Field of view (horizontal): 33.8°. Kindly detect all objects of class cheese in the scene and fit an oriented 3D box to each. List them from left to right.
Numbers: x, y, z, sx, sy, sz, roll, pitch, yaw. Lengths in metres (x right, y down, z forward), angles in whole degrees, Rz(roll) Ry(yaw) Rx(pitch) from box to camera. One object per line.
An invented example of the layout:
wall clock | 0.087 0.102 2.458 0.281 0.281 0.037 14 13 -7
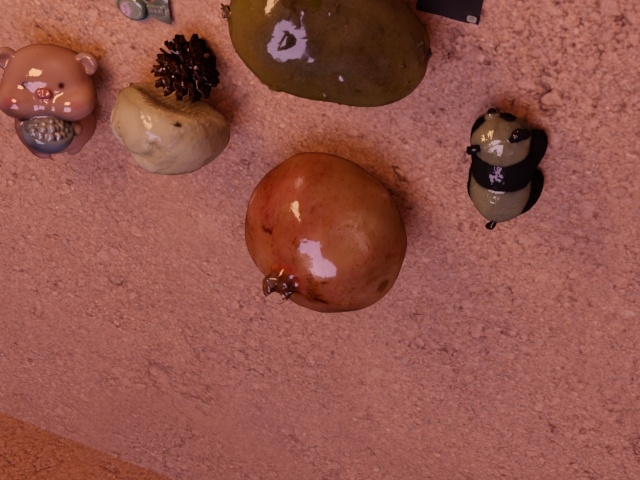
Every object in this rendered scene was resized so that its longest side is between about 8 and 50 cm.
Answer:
cheese | -0.348 -0.452 2.051 0.121 0.026 0.067 12 137 16

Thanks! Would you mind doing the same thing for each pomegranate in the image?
pomegranate | 0.000 0.000 2.101 0.338 0.338 0.338 15 137 14

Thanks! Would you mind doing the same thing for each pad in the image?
pad | 0.227 -0.454 1.765 0.116 0.004 0.193 17 137 12

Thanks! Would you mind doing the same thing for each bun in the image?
bun | -0.307 -0.215 2.116 0.259 0.259 0.160 22 110 7

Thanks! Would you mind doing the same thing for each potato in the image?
potato | 0.011 -0.353 1.815 0.359 0.219 0.269 33 116 -9

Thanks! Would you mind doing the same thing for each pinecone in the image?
pinecone | -0.264 -0.330 2.047 0.121 0.140 0.140 -14 125 19

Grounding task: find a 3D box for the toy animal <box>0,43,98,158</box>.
toy animal | -0.562 -0.291 2.217 0.210 0.229 0.221 -3 180 -6

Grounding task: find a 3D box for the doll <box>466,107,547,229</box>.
doll | 0.336 -0.138 1.931 0.144 0.135 0.234 10 132 16
